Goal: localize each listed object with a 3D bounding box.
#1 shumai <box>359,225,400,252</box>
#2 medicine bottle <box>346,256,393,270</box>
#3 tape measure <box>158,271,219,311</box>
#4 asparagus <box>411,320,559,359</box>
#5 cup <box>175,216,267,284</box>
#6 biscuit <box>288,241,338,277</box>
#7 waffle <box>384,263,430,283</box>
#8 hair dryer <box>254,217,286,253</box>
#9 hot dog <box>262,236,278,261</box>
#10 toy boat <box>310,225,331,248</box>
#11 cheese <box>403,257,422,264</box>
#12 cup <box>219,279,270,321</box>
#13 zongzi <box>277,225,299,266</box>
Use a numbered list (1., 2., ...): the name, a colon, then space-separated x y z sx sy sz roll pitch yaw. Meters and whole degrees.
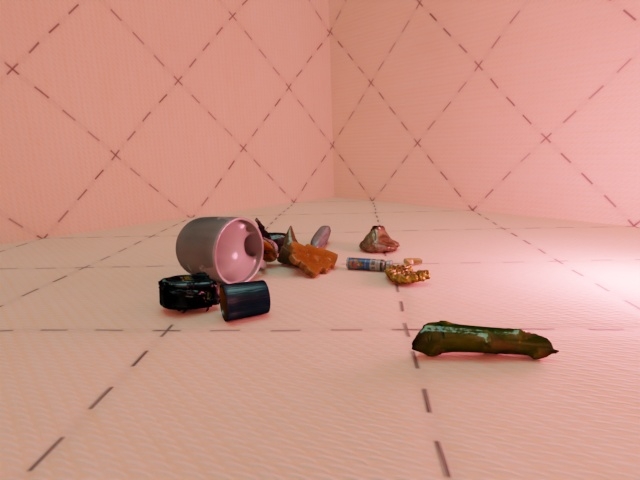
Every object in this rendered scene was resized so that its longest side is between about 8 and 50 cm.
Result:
1. shumai: 0.289 -0.012 2.183 0.201 0.121 0.201 -1 10 0
2. medicine bottle: 0.202 0.099 1.848 0.190 0.051 0.051 2 13 20
3. tape measure: -0.446 0.173 1.490 0.186 0.112 0.199 0 5 -26
4. asparagus: 0.393 0.244 1.090 0.342 0.082 0.085 0 9 5
5. cup: -0.384 0.049 1.811 0.274 0.260 0.356 6 -16 35
6. biscuit: -0.025 0.078 1.868 0.238 0.041 0.212 -1 37 -37
7. waffle: 0.326 0.128 1.699 0.148 0.051 0.194 -3 7 -4
8. hair dryer: -0.297 -0.021 2.034 0.303 0.120 0.359 -7 -23 -1
9. hot dog: -0.313 0.042 1.969 0.267 0.145 0.075 -4 34 23
10. toy boat: 0.000 0.000 2.300 0.078 0.085 0.260 0 24 15
11. cheese: 0.395 0.090 1.900 0.083 0.030 0.044 0 5 -19
12. cup: -0.242 0.181 1.405 0.138 0.114 0.150 -6 14 -24
13. zongzi: -0.092 0.027 1.944 0.188 0.178 0.081 9 -10 39
